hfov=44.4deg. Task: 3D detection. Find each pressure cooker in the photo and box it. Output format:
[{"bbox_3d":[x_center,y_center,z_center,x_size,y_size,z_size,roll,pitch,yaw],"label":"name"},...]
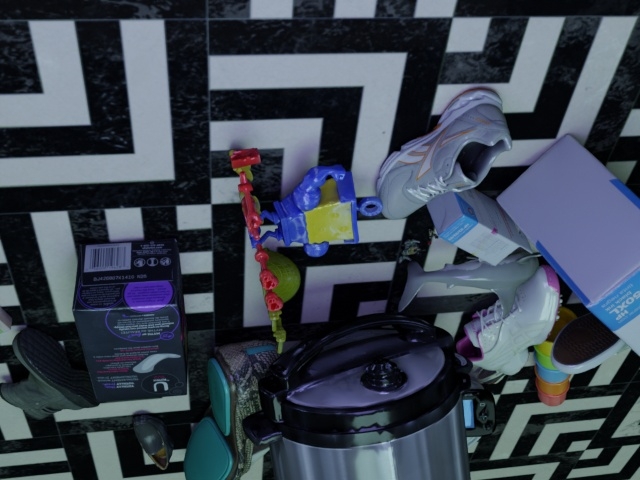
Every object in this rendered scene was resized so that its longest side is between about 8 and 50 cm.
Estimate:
[{"bbox_3d":[0.088,0.339,1.425,0.375,0.370,0.420,-1,108,25],"label":"pressure cooker"}]

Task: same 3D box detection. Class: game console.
[{"bbox_3d":[0.183,0.352,1.644,0.361,0.044,0.213,-4,109,8],"label":"game console"}]

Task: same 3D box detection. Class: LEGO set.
[{"bbox_3d":[0.169,0.007,1.396,0.083,0.023,0.054,-28,139,-2],"label":"LEGO set"}]

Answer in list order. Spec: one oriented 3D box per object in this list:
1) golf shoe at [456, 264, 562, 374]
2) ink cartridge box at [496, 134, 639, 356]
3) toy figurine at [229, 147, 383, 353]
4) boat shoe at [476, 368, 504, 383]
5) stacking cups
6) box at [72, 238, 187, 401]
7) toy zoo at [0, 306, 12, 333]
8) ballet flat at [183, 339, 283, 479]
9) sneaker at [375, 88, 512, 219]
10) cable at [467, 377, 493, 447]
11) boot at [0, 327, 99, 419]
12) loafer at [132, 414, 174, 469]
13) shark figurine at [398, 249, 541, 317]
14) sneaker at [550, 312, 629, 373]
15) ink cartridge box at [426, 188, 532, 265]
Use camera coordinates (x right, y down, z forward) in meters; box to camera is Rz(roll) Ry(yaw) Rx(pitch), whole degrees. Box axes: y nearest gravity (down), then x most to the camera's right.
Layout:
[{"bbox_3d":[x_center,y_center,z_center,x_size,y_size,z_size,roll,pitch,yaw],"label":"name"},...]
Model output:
[{"bbox_3d":[0.367,0.163,1.541,0.140,0.115,0.306,5,135,-12],"label":"golf shoe"},{"bbox_3d":[0.510,0.048,1.301,0.166,0.285,0.395,-43,130,14],"label":"ink cartridge box"},{"bbox_3d":[0.000,0.000,1.232,0.217,0.191,0.362,-14,139,-5],"label":"toy figurine"},{"bbox_3d":[0.389,0.270,1.709,0.043,0.049,0.137,10,138,-19],"label":"boat shoe"},{"bbox_3d":[0.510,0.267,1.695,0.096,0.096,0.316,-16,138,4],"label":"stacking cups"},{"bbox_3d":[-0.313,0.140,1.332,0.165,0.143,0.270,-2,137,-8],"label":"box"},{"bbox_3d":[-0.705,0.134,1.320,0.293,0.030,0.192,-18,137,6],"label":"toy zoo"},{"bbox_3d":[-0.162,0.376,1.632,0.182,0.164,0.483,-13,140,-30],"label":"ballet flat"},{"bbox_3d":[0.183,-0.107,1.197,0.099,0.121,0.262,21,128,-30],"label":"sneaker"},{"bbox_3d":[0.269,0.412,1.783,0.257,0.089,0.257,-21,142,-1],"label":"cable"},{"bbox_3d":[-0.540,0.266,1.469,0.161,0.083,0.246,-16,137,13],"label":"boot"},{"bbox_3d":[-0.360,0.436,1.702,0.062,0.061,0.170,-16,137,6],"label":"loafer"},{"bbox_3d":[0.286,0.081,1.381,0.278,0.116,0.166,-7,-179,-13],"label":"shark figurine"},{"bbox_3d":[0.557,0.198,1.529,0.290,0.106,0.123,-30,128,-28],"label":"sneaker"},{"bbox_3d":[0.264,-0.028,1.313,0.181,0.104,0.061,25,126,-33],"label":"ink cartridge box"}]
